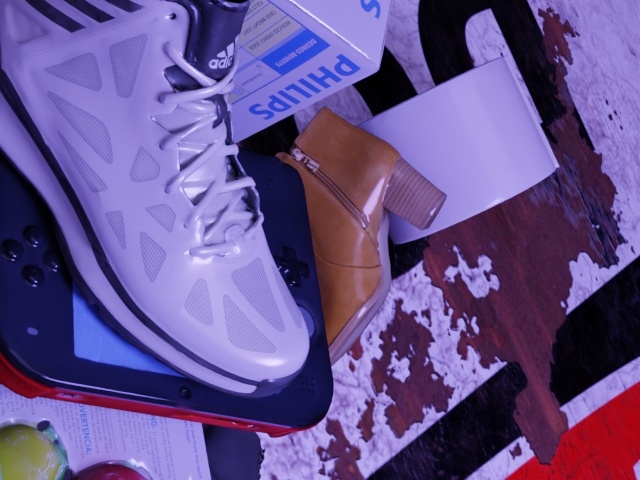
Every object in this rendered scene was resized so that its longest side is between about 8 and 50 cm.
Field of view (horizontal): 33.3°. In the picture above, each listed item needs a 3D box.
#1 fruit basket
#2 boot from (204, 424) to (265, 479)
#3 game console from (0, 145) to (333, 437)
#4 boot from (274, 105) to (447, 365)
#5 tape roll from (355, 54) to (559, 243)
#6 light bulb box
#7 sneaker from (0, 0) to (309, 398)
[{"bbox_3d":[-0.249,0.288,0.984,0.353,0.165,0.327,-2,76,-43],"label":"fruit basket"},{"bbox_3d":[-0.072,0.293,1.204,0.198,0.077,0.137,47,45,-20],"label":"boot"},{"bbox_3d":[-0.155,0.016,1.078,0.386,0.060,0.342,18,55,-37],"label":"game console"},{"bbox_3d":[0.000,-0.001,1.345,0.211,0.295,0.104,33,5,12],"label":"boot"},{"bbox_3d":[0.172,-0.121,1.443,0.246,0.246,0.169,-29,94,-43],"label":"tape roll"},{"bbox_3d":[-0.162,-0.296,1.134,0.361,0.358,0.225,30,58,-31],"label":"light bulb box"},{"bbox_3d":[-0.121,-0.077,0.942,0.447,0.257,0.169,51,38,-1],"label":"sneaker"}]
